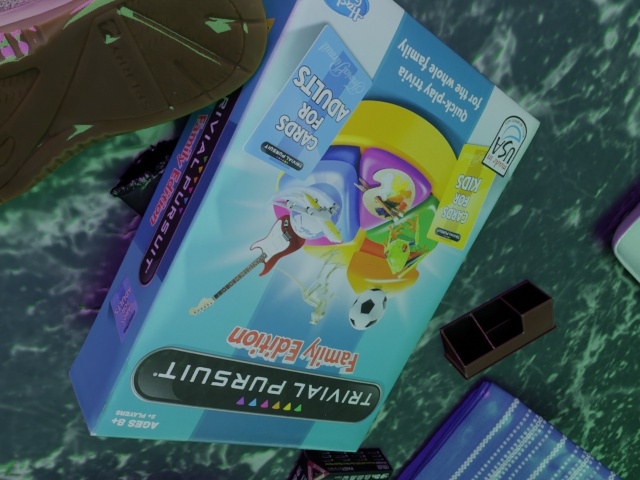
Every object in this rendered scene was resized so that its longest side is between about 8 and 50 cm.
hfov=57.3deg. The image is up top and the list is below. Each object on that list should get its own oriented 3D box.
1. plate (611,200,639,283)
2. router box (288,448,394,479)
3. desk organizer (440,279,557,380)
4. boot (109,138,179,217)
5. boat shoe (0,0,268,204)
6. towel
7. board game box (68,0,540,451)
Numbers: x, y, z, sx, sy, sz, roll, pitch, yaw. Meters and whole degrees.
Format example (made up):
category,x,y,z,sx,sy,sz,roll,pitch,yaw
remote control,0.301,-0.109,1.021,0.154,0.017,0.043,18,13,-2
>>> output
category,x,y,z,sx,sy,sz,roll,pitch,yaw
plate,0.504,-0.041,0.751,0.278,0.045,0.277,35,99,-37
router box,0.018,0.303,0.718,0.122,0.038,0.092,12,114,-32
desk organizer,0.209,0.104,0.689,0.130,0.047,0.050,-27,125,-10
boot,-0.122,-0.011,0.450,0.121,0.045,0.099,-40,131,-9
boat shoe,-0.184,-0.098,0.335,0.302,0.098,0.109,-23,137,-6
towel,0.277,0.369,0.762,0.336,0.040,0.243,37,99,6
board game box,0.000,0.000,0.459,0.253,0.079,0.336,20,101,-39
